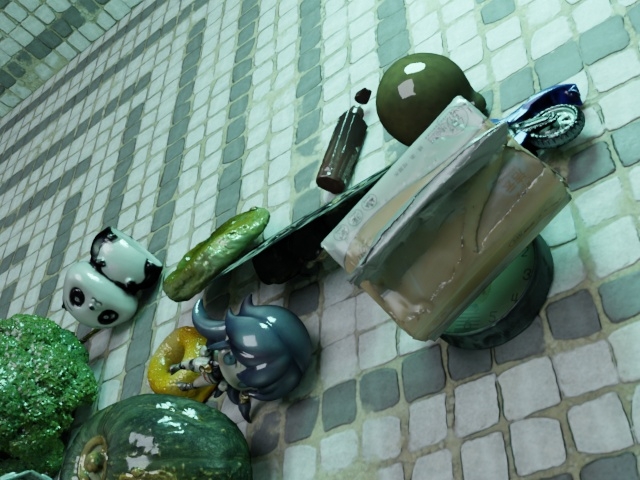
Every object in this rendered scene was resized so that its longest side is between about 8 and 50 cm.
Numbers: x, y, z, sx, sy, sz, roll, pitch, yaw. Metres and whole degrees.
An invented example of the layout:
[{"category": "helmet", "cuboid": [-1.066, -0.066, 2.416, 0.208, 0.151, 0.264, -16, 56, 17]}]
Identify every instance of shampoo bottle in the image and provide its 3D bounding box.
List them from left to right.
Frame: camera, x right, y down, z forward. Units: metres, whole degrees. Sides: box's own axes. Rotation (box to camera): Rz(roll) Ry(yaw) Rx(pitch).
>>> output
[{"category": "shampoo bottle", "cuboid": [0.054, -0.212, 1.635, 0.068, 0.067, 0.236, -13, 50, 49]}]

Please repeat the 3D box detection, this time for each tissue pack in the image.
[{"category": "tissue pack", "cuboid": [0.169, -0.037, 1.114, 0.305, 0.238, 0.238, -47, 37, 8]}]

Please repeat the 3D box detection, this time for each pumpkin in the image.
[{"category": "pumpkin", "cuboid": [-0.270, 0.404, 1.301, 0.327, 0.257, 0.292, -7, 69, 45]}]

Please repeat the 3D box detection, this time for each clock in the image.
[{"category": "clock", "cuboid": [0.248, 0.059, 1.216, 0.226, 0.049, 0.226, -27, 44, 30]}]

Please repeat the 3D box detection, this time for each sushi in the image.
[{"category": "sushi", "cuboid": [0.000, 0.000, 1.481, 0.373, 0.100, 0.296, -30, 5, 22]}]

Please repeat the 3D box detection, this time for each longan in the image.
[{"category": "longan", "cuboid": [0.203, -0.256, 1.449, 0.204, 0.159, 0.185, 6, 70, 8]}]

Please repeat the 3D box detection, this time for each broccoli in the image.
[{"category": "broccoli", "cuboid": [-0.692, 0.348, 1.778, 0.321, 0.310, 0.413, -39, 72, 26]}]

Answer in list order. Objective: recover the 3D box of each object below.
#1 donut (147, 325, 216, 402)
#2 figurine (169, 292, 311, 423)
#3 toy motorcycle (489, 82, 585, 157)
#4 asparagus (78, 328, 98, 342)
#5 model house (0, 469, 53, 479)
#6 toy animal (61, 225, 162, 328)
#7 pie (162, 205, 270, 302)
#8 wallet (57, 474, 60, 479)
[{"category": "donut", "cuboid": [-0.280, 0.252, 1.595, 0.174, 0.074, 0.190, -48, 36, 6]}, {"category": "figurine", "cuboid": [-0.138, 0.202, 1.411, 0.265, 0.175, 0.197, 7, 60, 41]}, {"category": "toy motorcycle", "cuboid": [0.290, -0.164, 1.312, 0.315, 0.113, 0.169, -25, 34, 18]}, {"category": "asparagus", "cuboid": [-0.564, 0.225, 1.973, 0.166, 0.013, 0.016, -34, 17, 21]}, {"category": "model house", "cuboid": [-0.596, 0.576, 1.509, 0.224, 0.198, 0.215, -44, 39, 49]}, {"category": "toy animal", "cuboid": [-0.507, 0.100, 1.879, 0.235, 0.187, 0.165, -53, 12, -7]}, {"category": "pie", "cuboid": [-0.219, 0.021, 1.646, 0.277, 0.078, 0.277, -44, 8, 8]}, {"category": "wallet", "cuboid": [-0.559, 0.540, 1.691, 0.061, 0.025, 0.122, -1, 60, 44]}]
